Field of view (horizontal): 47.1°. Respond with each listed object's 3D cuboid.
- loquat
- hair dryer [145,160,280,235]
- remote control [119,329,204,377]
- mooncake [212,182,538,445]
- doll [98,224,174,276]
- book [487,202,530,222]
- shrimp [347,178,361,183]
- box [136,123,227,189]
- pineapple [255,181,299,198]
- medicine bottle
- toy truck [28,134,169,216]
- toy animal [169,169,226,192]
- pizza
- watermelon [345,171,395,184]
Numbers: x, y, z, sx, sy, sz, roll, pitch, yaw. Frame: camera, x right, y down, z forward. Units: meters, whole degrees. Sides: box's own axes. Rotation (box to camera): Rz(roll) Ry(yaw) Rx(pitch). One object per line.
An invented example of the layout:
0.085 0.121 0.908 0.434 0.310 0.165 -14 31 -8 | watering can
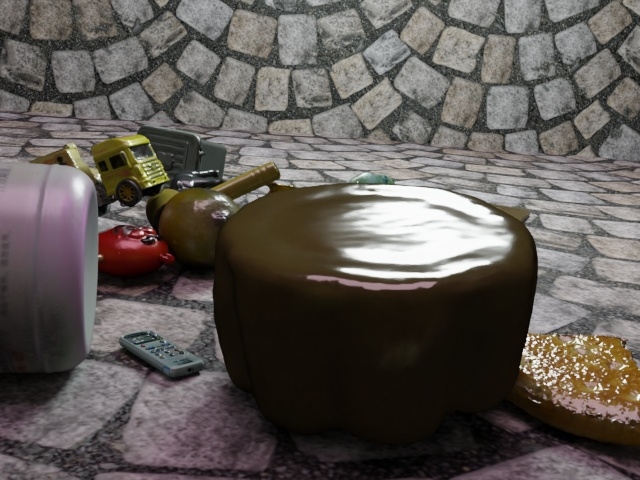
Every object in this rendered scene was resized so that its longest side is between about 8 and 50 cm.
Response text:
-0.208 -0.022 1.292 0.152 0.152 0.195 -5 4 -33 | loquat
-0.214 -0.089 1.487 0.279 0.090 0.135 -26 22 -12 | hair dryer
-0.199 0.140 0.915 0.053 0.017 0.124 -8 20 -44 | remote control
0.063 0.070 0.853 0.379 0.200 0.378 0 21 0 | mooncake
-0.344 0.017 1.215 0.217 0.085 0.183 2 11 28 | doll
0.407 -0.065 1.893 0.217 0.021 0.310 12 16 22 | book
0.111 -0.113 1.886 0.082 0.076 0.174 22 4 -33 | shrimp
-0.370 -0.210 1.942 0.243 0.163 0.135 13 8 31 | box
-0.038 -0.073 1.604 0.186 0.114 0.236 11 13 23 | pineapple
-0.414 0.029 0.826 0.302 0.241 0.241 2 15 -13 | medicine bottle
-0.446 -0.121 1.429 0.272 0.157 0.124 -18 9 17 | toy truck
-0.285 -0.107 1.711 0.137 0.082 0.269 0 19 -8 | toy animal
0.309 0.168 0.890 0.197 0.058 0.292 -19 27 -39 | pizza
0.122 -0.164 2.092 0.187 0.071 0.139 -5 13 -32 | watermelon
